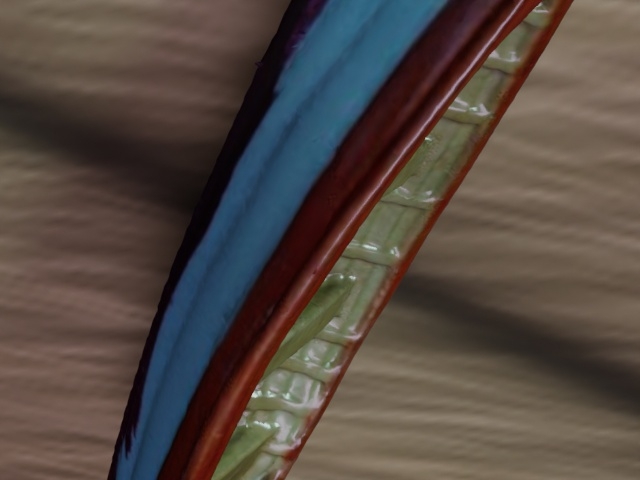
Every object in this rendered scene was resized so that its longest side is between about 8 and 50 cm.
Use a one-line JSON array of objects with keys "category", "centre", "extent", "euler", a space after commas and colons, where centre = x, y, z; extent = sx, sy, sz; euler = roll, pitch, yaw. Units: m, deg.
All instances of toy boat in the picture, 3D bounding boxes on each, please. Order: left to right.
[{"category": "toy boat", "centre": [0.000, 0.000, 0.570], "extent": [0.079, 0.136, 0.392], "euler": [37, 131, 13]}]
